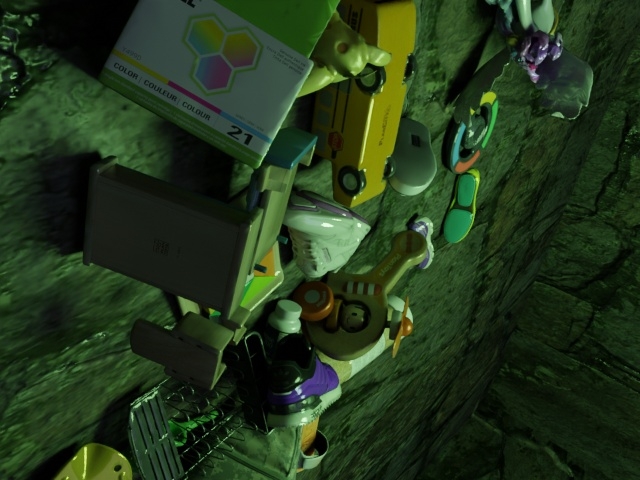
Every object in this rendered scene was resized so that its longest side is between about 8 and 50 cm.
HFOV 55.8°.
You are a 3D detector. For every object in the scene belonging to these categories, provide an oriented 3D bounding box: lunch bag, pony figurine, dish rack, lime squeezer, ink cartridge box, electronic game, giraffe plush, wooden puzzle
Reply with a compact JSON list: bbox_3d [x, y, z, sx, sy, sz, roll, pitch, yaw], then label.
[{"bbox_3d":[-0.146,0.489,1.222,0.256,0.212,0.305,-53,160,-46],"label":"lunch bag"},{"bbox_3d":[0.454,-0.439,1.320,0.351,0.302,0.364,-55,137,-26],"label":"pony figurine"},{"bbox_3d":[-0.197,0.298,1.037,0.271,0.074,0.209,-32,117,-45],"label":"dish rack"},{"bbox_3d":[-0.283,0.369,1.058,0.310,0.058,0.110,-31,140,-43],"label":"lime squeezer"},{"bbox_3d":[-0.093,-0.235,0.661,0.255,0.188,0.097,-61,-168,3],"label":"ink cartridge box"},{"bbox_3d":[0.390,-0.277,1.545,0.229,0.048,0.229,-39,145,-35],"label":"electronic game"},{"bbox_3d":[-0.021,-0.287,0.792,0.181,0.210,0.171,-32,112,-36],"label":"giraffe plush"},{"bbox_3d":[-0.143,0.052,1.003,0.221,0.044,0.239,-42,146,-29],"label":"wooden puzzle"}]

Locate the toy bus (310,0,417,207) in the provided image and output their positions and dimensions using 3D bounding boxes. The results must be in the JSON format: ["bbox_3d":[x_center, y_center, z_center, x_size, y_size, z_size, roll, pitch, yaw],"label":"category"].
[{"bbox_3d":[0.064,-0.227,0.987,0.108,0.130,0.333,-30,140,-43],"label":"toy bus"}]

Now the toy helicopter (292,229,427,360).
[{"bbox_3d":[0.125,0.112,1.284,0.355,0.234,0.140,-46,148,-25],"label":"toy helicopter"}]

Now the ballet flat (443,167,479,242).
[{"bbox_3d":[0.407,-0.102,1.713,0.077,0.077,0.231,-49,152,-53],"label":"ballet flat"}]

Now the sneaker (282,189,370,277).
[{"bbox_3d":[0.000,0.000,1.099,0.152,0.114,0.305,-61,155,4],"label":"sneaker"}]

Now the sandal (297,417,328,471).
[{"bbox_3d":[-0.023,0.542,1.605,0.102,0.076,0.266,-31,140,-41],"label":"sandal"}]

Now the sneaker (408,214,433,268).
[{"bbox_3d":[0.251,0.009,1.590,0.071,0.068,0.170,-28,132,-21],"label":"sneaker"}]

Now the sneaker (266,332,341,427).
[{"bbox_3d":[-0.029,0.244,1.155,0.293,0.102,0.146,-7,90,-78],"label":"sneaker"}]

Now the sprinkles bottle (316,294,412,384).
[{"bbox_3d":[0.084,0.249,1.461,0.355,0.121,0.121,-26,137,-46],"label":"sprinkles bottle"}]

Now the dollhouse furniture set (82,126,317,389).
[{"bbox_3d":[-0.160,-0.018,0.857,0.303,0.198,0.287,-59,168,-60],"label":"dollhouse furniture set"}]

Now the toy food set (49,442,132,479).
[{"bbox_3d":[-0.391,0.403,0.917,0.218,0.071,0.128,-51,126,-21],"label":"toy food set"}]

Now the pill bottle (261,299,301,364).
[{"bbox_3d":[-0.078,0.181,1.198,0.067,0.067,0.120,-10,125,-54],"label":"pill bottle"}]

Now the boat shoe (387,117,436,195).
[{"bbox_3d":[0.163,-0.148,1.183,0.268,0.096,0.088,-83,-169,-53],"label":"boat shoe"}]
